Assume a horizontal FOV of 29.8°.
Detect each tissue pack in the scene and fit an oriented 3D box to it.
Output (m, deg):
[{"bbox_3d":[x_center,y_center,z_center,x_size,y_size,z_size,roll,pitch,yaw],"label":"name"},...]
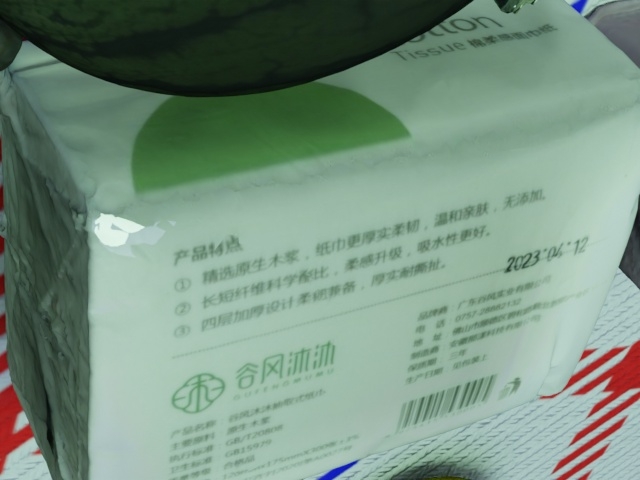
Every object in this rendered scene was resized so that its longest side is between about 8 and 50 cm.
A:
[{"bbox_3d":[-0.001,-0.001,0.728,0.357,0.194,0.266,-12,134,-25],"label":"tissue pack"}]

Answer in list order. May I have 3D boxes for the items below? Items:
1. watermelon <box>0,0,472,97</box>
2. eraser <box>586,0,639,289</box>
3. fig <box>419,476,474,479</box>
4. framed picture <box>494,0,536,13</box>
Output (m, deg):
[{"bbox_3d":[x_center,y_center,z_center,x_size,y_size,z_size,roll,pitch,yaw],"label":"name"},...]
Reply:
[{"bbox_3d":[-0.024,-0.204,0.455,0.359,0.279,0.279,-37,139,5],"label":"watermelon"},{"bbox_3d":[0.326,-0.029,0.786,0.272,0.359,0.122,-13,134,-23],"label":"eraser"},{"bbox_3d":[0.119,0.339,1.109,0.207,0.230,0.207,8,159,3],"label":"fig"},{"bbox_3d":[0.148,-0.262,0.559,0.018,0.231,0.293,25,115,-19],"label":"framed picture"}]
